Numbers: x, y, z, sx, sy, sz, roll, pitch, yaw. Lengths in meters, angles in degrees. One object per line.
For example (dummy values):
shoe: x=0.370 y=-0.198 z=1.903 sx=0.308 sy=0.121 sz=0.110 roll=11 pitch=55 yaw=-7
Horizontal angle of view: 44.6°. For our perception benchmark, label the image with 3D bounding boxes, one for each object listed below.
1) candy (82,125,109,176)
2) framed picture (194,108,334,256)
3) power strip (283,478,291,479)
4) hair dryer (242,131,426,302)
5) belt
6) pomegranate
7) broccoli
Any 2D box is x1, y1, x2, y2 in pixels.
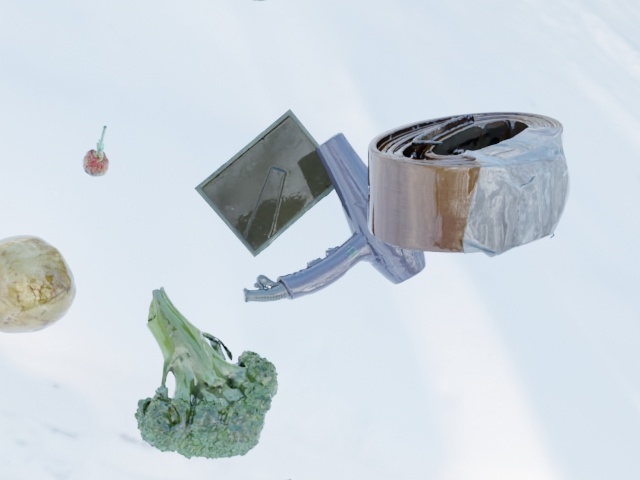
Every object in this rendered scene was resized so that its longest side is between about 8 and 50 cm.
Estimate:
candy: x=-0.458 y=-0.189 z=1.619 sx=0.061 sy=0.201 sz=0.060 roll=8 pitch=67 yaw=-20
framed picture: x=-0.096 y=-0.114 z=1.547 sx=0.184 sy=0.250 sz=0.016 roll=49 pitch=-8 yaw=-6
power strip: x=-0.134 y=0.511 z=1.469 sx=0.268 sy=0.092 sz=0.034 roll=-13 pitch=18 yaw=0
hair dryer: x=0.000 y=0.000 z=1.419 sx=0.361 sy=0.121 sz=0.301 roll=-34 pitch=93 yaw=-24
belt: x=0.158 y=-0.067 z=0.812 sx=0.184 sy=0.105 sz=0.261 roll=11 pitch=23 yaw=31
pomegranate: x=-0.640 y=0.097 z=1.661 sx=0.215 sy=0.215 sz=0.215 roll=22 pitch=34 yaw=-16
broccoli: x=-0.234 y=0.275 z=1.409 sx=0.302 sy=0.186 sz=0.254 roll=30 pitch=53 yaw=-12
